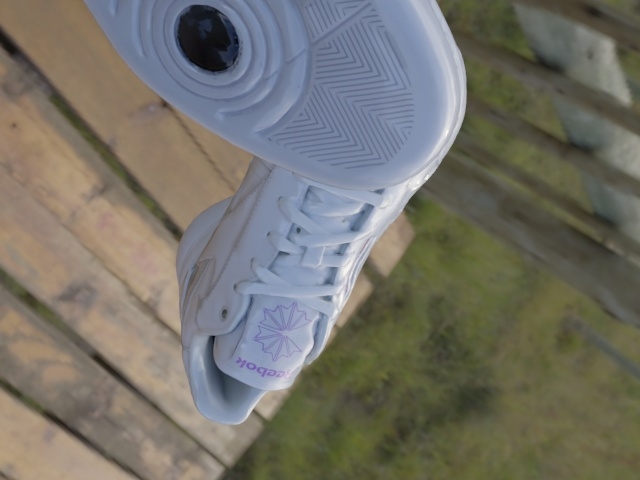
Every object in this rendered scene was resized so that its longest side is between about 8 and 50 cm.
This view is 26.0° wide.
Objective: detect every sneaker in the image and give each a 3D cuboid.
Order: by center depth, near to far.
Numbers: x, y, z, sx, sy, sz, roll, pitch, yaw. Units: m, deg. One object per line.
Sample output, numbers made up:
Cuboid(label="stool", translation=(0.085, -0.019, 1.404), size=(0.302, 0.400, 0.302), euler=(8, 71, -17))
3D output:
Cuboid(label="sneaker", translation=(-0.032, -0.114, 0.376), size=(0.079, 0.217, 0.121), euler=(-52, 176, 38))
Cuboid(label="sneaker", translation=(0.000, 0.000, 0.819), size=(0.114, 0.152, 0.305), euler=(17, 138, -18))
